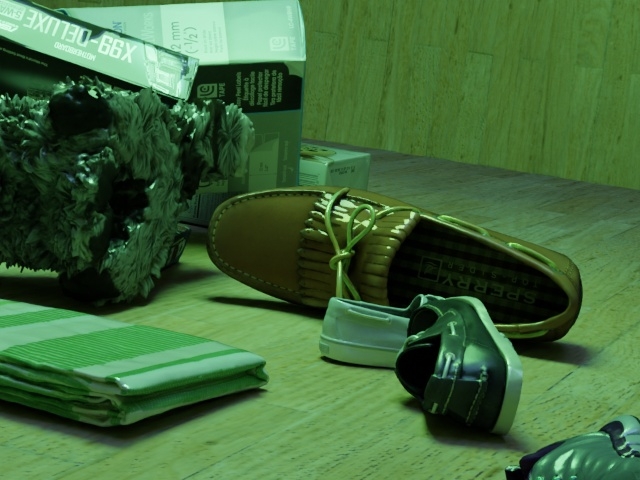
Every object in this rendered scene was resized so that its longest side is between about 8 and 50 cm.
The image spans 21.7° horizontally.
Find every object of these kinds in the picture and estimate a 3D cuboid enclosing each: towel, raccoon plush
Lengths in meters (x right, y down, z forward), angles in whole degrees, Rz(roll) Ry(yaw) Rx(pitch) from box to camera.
[{"bbox_3d":[-0.229,0.085,1.295,0.325,0.038,0.248,9,6,23],"label":"towel"},{"bbox_3d":[-0.286,-0.055,1.695,0.299,0.216,0.446,6,2,20],"label":"raccoon plush"}]

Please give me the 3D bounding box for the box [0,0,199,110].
[{"bbox_3d":[-0.316,-0.155,1.904,0.308,0.242,0.076,19,50,-7],"label":"box"}]

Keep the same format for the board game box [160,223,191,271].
[{"bbox_3d":[-0.278,-0.028,1.835,0.243,0.042,0.165,21,10,7],"label":"board game box"}]

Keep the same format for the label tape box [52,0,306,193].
[{"bbox_3d":[-0.196,-0.166,2.031,0.348,0.249,0.115,-4,54,-7],"label":"label tape box"}]

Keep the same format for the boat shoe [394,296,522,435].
[{"bbox_3d":[0.098,0.092,1.356,0.079,0.084,0.233,6,11,-9],"label":"boat shoe"}]

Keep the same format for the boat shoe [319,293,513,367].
[{"bbox_3d":[0.090,0.080,1.503,0.184,0.063,0.066,5,8,-11],"label":"boat shoe"}]

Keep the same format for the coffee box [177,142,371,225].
[{"bbox_3d":[-0.102,-0.080,2.271,0.297,0.118,0.168,11,10,21],"label":"coffee box"}]

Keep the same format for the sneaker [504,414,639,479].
[{"bbox_3d":[0.169,0.166,1.000,0.098,0.083,0.223,-14,4,0],"label":"sneaker"}]

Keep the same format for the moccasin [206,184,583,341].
[{"bbox_3d":[0.069,0.029,1.659,0.380,0.139,0.147,18,1,9],"label":"moccasin"}]
